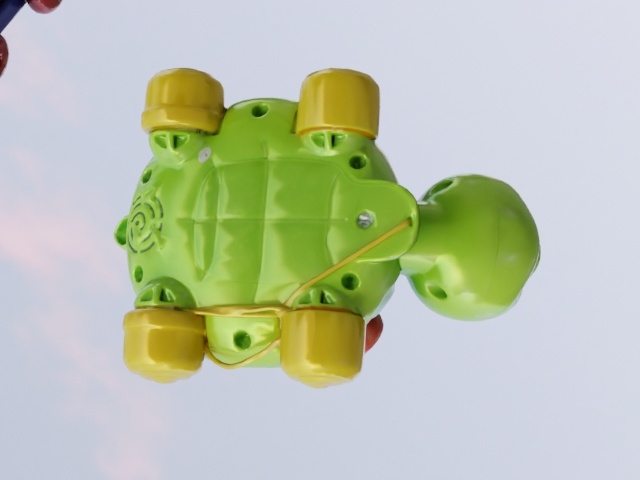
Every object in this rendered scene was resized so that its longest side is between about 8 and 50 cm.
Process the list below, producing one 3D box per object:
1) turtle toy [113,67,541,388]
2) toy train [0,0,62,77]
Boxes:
[{"bbox_3d":[0.000,0.000,0.578,0.066,0.130,0.095,36,-122,-69],"label":"turtle toy"},{"bbox_3d":[-0.244,-0.241,1.441,0.143,0.105,0.248,89,-155,-49],"label":"toy train"}]
